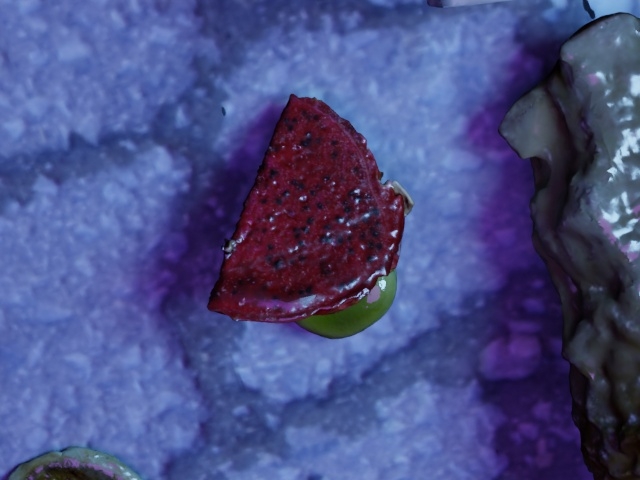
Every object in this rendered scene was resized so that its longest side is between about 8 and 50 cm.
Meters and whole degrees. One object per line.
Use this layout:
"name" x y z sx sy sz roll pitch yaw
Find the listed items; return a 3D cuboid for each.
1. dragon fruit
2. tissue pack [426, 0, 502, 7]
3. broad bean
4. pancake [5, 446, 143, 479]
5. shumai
"dragon fruit" 0.000 0.000 0.955 0.106 0.083 0.162 17 67 7
"tissue pack" 0.124 -0.222 0.803 0.159 0.246 0.136 -7 109 4
"broad bean" 0.014 0.036 1.002 0.083 0.045 0.063 -12 102 14
"pancake" -0.183 0.208 1.080 0.129 0.022 0.116 -36 104 9
"shumai" 0.263 -0.003 0.942 0.346 0.217 0.283 -43 70 4
